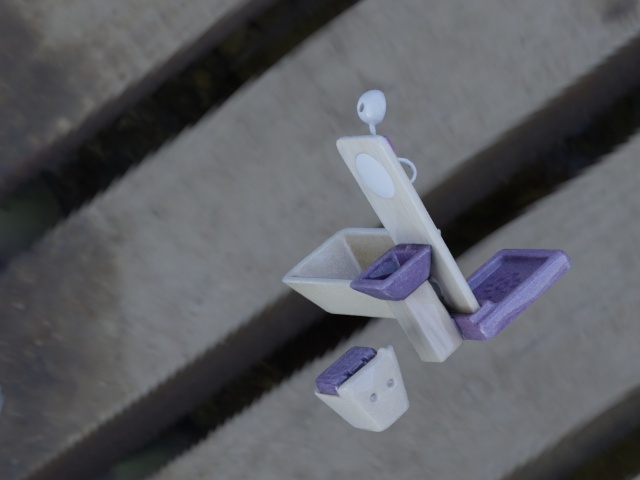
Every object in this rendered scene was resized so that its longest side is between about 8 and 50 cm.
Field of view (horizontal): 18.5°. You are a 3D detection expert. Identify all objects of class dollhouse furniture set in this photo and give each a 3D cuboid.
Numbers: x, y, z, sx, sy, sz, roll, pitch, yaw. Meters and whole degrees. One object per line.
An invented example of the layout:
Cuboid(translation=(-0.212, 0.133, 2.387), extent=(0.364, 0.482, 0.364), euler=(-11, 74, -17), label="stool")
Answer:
Cuboid(translation=(0.000, 0.000, 0.633), extent=(0.091, 0.114, 0.081), euler=(-40, 109, -24), label="dollhouse furniture set")
